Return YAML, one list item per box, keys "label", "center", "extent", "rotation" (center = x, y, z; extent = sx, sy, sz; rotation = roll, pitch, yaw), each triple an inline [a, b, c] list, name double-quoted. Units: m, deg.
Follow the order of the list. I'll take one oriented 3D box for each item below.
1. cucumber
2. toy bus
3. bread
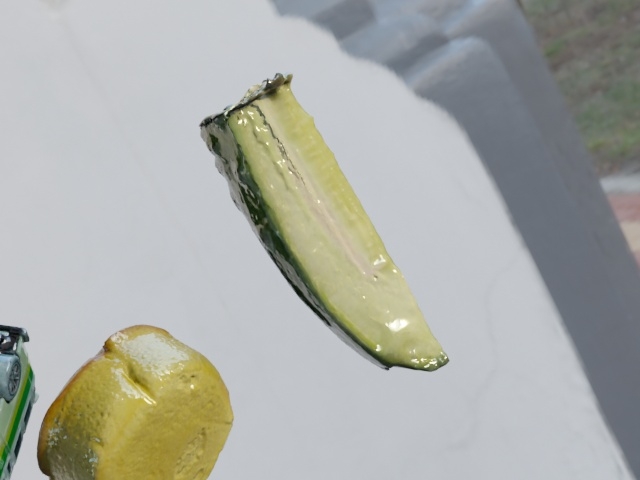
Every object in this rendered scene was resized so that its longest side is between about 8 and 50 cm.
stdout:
- label: "cucumber"
  center: [-0.002, 0.001, 1.318]
  extent: [0.105, 0.325, 0.145]
  rotation: [-36, 12, -14]
- label: "toy bus"
  center: [-0.403, 0.237, 1.505]
  extent: [0.134, 0.164, 0.276]
  rotation: [7, 58, 7]
- label: "bread"
  center: [-0.241, 0.248, 1.813]
  extent: [0.148, 0.270, 0.270]
  rotation: [26, 50, 35]
